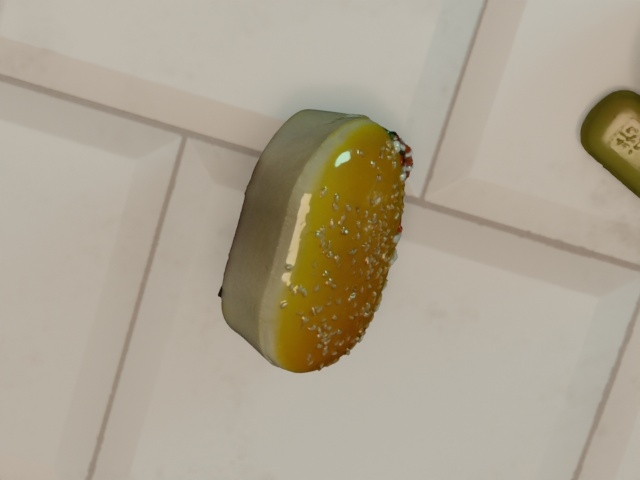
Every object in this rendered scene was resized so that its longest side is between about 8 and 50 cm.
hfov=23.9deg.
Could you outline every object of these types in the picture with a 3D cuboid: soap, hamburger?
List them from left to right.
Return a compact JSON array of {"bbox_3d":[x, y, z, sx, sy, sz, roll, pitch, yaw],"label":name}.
[{"bbox_3d":[0.000,0.000,1.682,0.151,0.227,0.295,24,108,20],"label":"hamburger"},{"bbox_3d":[0.364,-0.107,1.730,0.140,0.045,0.089,40,98,-8],"label":"soap"}]
